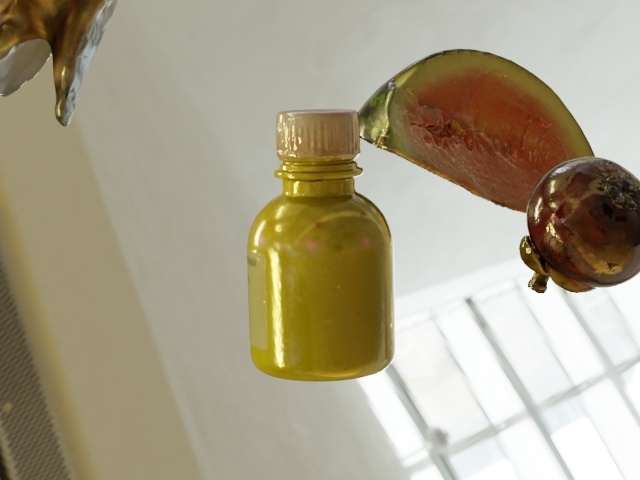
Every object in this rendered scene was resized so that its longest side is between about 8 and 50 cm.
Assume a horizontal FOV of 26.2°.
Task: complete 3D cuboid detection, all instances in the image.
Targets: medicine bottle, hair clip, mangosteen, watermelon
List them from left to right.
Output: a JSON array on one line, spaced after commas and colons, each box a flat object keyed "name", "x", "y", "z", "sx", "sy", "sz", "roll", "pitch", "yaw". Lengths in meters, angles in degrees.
[{"name": "hair clip", "x": -0.091, "y": -0.147, "z": 0.614, "sx": 0.075, "sy": 0.146, "sz": 0.257, "roll": 34, "pitch": -97, "yaw": 9}, {"name": "medicine bottle", "x": 0.000, "y": 0.000, "z": 1.127, "sx": 0.122, "sy": 0.122, "sz": 0.212, "roll": -9, "pitch": -79, "yaw": -45}, {"name": "watermelon", "x": 0.164, "y": -0.120, "z": 1.372, "sx": 0.303, "sy": 0.128, "sz": 0.159, "roll": 18, "pitch": -165, "yaw": -33}, {"name": "mangosteen", "x": 0.156, "y": -0.009, "z": 0.802, "sx": 0.081, "sy": 0.081, "sz": 0.081, "roll": 23, "pitch": -132, "yaw": -28}]
